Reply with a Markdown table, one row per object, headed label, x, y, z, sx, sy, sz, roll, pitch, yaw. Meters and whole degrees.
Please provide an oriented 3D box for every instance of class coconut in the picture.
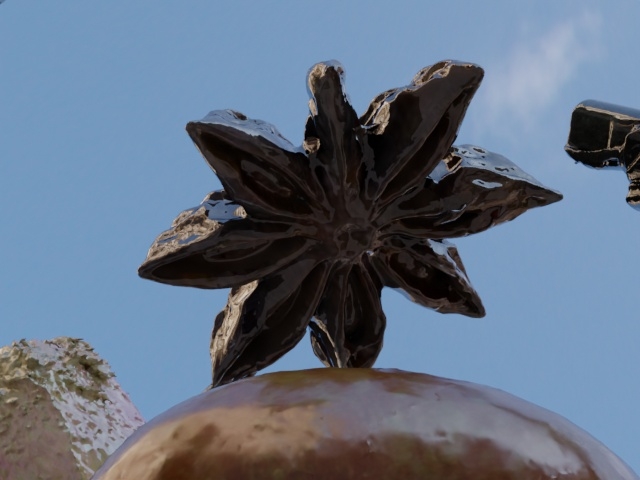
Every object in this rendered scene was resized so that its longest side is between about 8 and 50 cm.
| label | x | y | z | sx | sy | sz | roll | pitch | yaw |
| --- | --- | --- | --- | --- | --- | --- | --- | --- | --- |
| coconut | -0.208 | 0.212 | 1.319 | 0.233 | 0.233 | 0.245 | -37 | -119 | 15 |

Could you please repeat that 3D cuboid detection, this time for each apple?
| label | x | y | z | sx | sy | sz | roll | pitch | yaw |
| --- | --- | --- | --- | --- | --- | --- | --- | --- | --- |
| apple | 0.024 | 0.193 | 0.826 | 0.309 | 0.250 | 0.277 | 31 | -95 | 3 |

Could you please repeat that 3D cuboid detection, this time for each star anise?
| label | x | y | z | sx | sy | sz | roll | pitch | yaw |
| --- | --- | --- | --- | --- | --- | --- | --- | --- | --- |
| star anise | 0.000 | 0.000 | 0.957 | 0.230 | 0.081 | 0.262 | 28 | -70 | -39 |

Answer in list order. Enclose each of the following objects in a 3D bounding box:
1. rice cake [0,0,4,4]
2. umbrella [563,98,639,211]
| label | x | y | z | sx | sy | sz | roll | pitch | yaw |
| --- | --- | --- | --- | --- | --- | --- | --- | --- | --- |
| rice cake | -0.232 | -0.084 | 0.799 | 0.127 | 0.237 | 0.043 | -19 | -81 | 21 |
| umbrella | 0.210 | -0.029 | 0.860 | 0.066 | 0.235 | 0.059 | 3 | -79 | -38 |
